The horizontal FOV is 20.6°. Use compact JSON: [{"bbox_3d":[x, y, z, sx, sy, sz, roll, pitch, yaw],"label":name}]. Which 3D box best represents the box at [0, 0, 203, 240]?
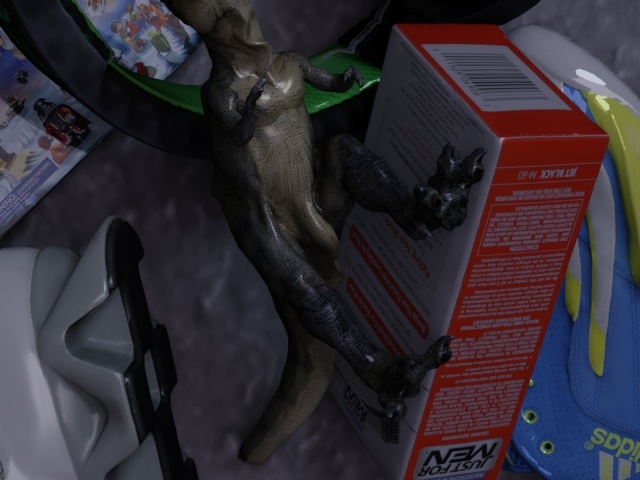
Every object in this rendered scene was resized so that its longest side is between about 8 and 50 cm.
[{"bbox_3d":[-0.126,-0.073,0.739,0.094,0.027,0.137,45,78,-8],"label":"box"}]

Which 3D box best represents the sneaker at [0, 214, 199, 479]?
[{"bbox_3d":[-0.109,0.166,0.702,0.146,0.122,0.331,-13,92,4],"label":"sneaker"}]

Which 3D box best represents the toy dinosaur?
[{"bbox_3d":[0.000,0.000,0.663,0.064,0.118,0.268,-36,134,-34],"label":"toy dinosaur"}]

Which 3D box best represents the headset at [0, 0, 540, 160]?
[{"bbox_3d":[0.021,-0.212,0.716,0.394,0.185,0.243,-40,128,-7],"label":"headset"}]

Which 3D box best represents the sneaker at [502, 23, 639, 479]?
[{"bbox_3d":[0.110,0.032,0.747,0.126,0.091,0.240,-35,110,-6],"label":"sneaker"}]

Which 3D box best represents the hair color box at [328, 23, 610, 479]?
[{"bbox_3d":[0.051,0.008,0.704,0.053,0.093,0.167,-2,125,-27],"label":"hair color box"}]
